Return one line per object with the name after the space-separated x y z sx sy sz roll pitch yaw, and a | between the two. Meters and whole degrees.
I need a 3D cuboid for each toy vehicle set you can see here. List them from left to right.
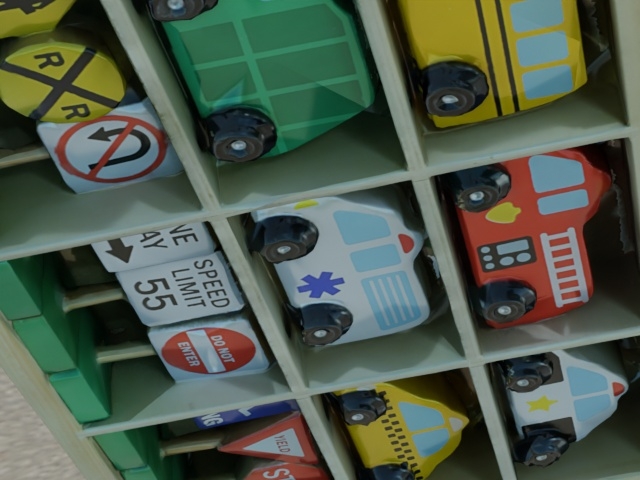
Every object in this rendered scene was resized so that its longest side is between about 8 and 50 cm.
0.000 0.000 0.423 0.166 0.267 0.035 -12 55 7 | toy vehicle set
